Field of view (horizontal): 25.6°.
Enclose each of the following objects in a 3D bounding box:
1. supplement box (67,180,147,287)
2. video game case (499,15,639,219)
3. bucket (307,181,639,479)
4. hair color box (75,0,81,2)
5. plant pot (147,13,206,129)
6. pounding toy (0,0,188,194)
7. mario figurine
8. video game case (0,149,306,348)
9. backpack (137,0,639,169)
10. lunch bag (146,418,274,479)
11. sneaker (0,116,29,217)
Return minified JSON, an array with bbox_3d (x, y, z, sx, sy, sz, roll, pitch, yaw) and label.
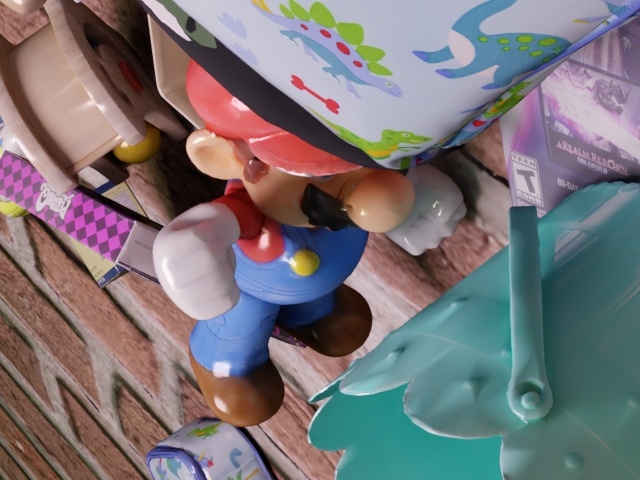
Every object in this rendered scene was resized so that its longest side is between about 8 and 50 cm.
[{"bbox_3d":[-0.209,-0.008,1.403,0.083,0.056,0.083,58,155,0],"label":"supplement box"},{"bbox_3d":[0.152,-0.094,0.682,0.196,0.026,0.274,29,144,45],"label":"video game case"},{"bbox_3d":[0.145,0.116,0.713,0.281,0.183,0.281,42,159,20],"label":"bucket"},{"bbox_3d":[-0.221,-0.339,0.940,0.374,0.113,0.185,41,142,31],"label":"hair color box"},{"bbox_3d":[-0.039,-0.127,0.905,0.109,0.096,0.109,42,152,31],"label":"plant pot"},{"bbox_3d":[-0.157,-0.129,1.069,0.154,0.155,0.269,58,-173,18],"label":"pounding toy"},{"bbox_3d":[0.000,0.000,0.811,0.170,0.198,0.320,10,144,2],"label":"mario figurine"},{"bbox_3d":[-0.141,0.007,1.182,0.210,0.042,0.232,28,178,-40],"label":"video game case"},{"bbox_3d":[0.038,-0.176,0.502,0.290,0.273,0.355,46,140,-11],"label":"backpack"},{"bbox_3d":[-0.097,0.303,1.532,0.219,0.090,0.176,62,158,-8],"label":"lunch bag"},{"bbox_3d":[-0.334,-0.109,1.474,0.126,0.091,0.240,55,156,7],"label":"sneaker"}]
